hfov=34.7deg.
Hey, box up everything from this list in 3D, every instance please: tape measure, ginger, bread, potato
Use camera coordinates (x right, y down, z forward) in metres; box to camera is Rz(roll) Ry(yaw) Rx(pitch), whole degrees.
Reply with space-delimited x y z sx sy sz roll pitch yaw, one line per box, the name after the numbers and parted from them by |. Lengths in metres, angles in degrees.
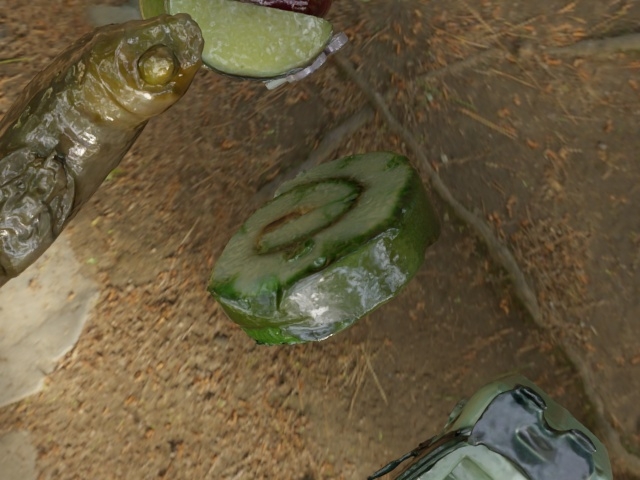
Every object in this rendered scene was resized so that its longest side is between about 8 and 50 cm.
0.080 0.174 0.636 0.115 0.235 0.207 44 96 14 | tape measure
-0.193 -0.034 0.657 0.333 0.166 0.080 -42 108 17 | ginger
0.000 0.000 1.592 0.366 0.382 0.129 -27 115 4 | bread
-0.160 -0.314 1.535 0.270 0.255 0.112 8 102 -31 | potato

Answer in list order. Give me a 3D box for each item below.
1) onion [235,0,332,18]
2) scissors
-0.093 -0.464 1.816 0.248 0.248 0.161 24 92 -1 | onion
-0.042 -0.305 1.811 0.118 0.242 0.030 -46 107 -25 | scissors
